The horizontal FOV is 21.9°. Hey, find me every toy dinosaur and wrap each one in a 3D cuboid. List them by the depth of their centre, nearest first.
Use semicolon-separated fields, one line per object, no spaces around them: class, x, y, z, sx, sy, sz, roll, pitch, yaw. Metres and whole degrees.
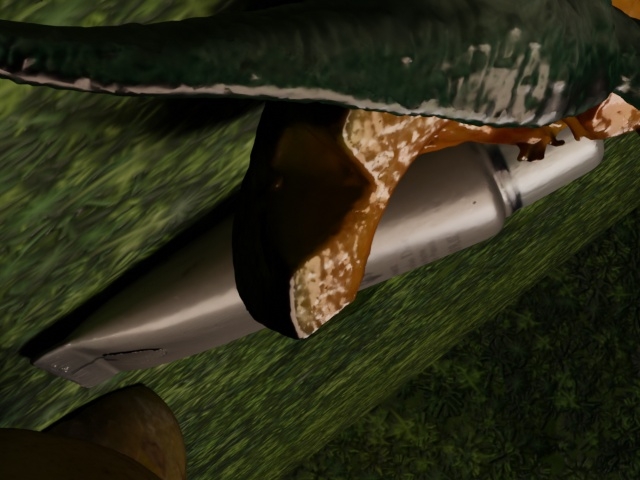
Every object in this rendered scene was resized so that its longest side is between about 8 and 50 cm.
toy dinosaur;-0.002;-0.089;0.493;0.383;0.129;0.076;-1;142;-30

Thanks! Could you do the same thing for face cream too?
face cream;0.000;0.000;0.881;0.314;0.089;0.143;-30;171;-2

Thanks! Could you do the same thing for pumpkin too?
pumpkin;0.046;-0.087;0.674;0.254;0.149;0.130;-31;125;-19

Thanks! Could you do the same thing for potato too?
potato;-0.159;0.182;1.025;0.261;0.120;0.100;-32;162;-35

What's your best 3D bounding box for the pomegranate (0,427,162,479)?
pomegranate;-0.159;0.241;0.780;0.319;0.319;0.319;-37;170;-8
